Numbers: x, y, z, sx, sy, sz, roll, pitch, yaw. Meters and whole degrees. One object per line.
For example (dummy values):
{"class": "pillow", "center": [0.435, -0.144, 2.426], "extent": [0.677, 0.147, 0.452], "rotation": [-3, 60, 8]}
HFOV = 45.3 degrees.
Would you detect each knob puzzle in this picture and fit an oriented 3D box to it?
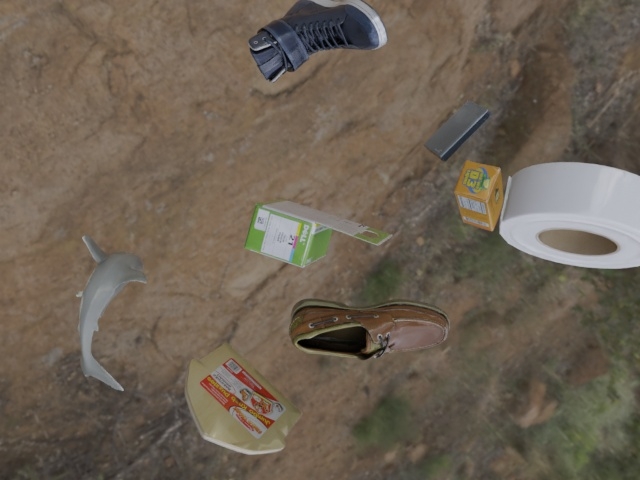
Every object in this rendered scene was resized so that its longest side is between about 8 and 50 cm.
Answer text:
{"class": "knob puzzle", "center": [-0.132, 0.254, 1.157], "extent": [0.213, 0.213, 0.030], "rotation": [9, 128, -48]}

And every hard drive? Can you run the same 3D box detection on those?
{"class": "hard drive", "center": [0.284, -0.229, 1.598], "extent": [0.135, 0.094, 0.022], "rotation": [-45, 117, 5]}

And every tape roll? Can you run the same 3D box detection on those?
{"class": "tape roll", "center": [0.474, -0.040, 1.400], "extent": [0.286, 0.286, 0.100], "rotation": [36, 64, -55]}

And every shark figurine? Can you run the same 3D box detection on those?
{"class": "shark figurine", "center": [-0.351, 0.100, 1.309], "extent": [0.116, 0.278, 0.166], "rotation": [-3, 138, 15]}

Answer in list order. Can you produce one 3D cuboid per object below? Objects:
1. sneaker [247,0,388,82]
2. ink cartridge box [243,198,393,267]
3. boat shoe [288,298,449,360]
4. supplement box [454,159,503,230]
{"class": "sneaker", "center": [-0.013, -0.301, 1.174], "extent": [0.163, 0.226, 0.086], "rotation": [-39, 126, -15]}
{"class": "ink cartridge box", "center": [0.000, 0.000, 1.549], "extent": [0.189, 0.255, 0.097], "rotation": [-23, 130, -75]}
{"class": "boat shoe", "center": [0.094, 0.180, 1.438], "extent": [0.307, 0.104, 0.111], "rotation": [0, 118, -1]}
{"class": "supplement box", "center": [0.340, -0.092, 1.631], "extent": [0.233, 0.080, 0.078], "rotation": [49, 62, -71]}
